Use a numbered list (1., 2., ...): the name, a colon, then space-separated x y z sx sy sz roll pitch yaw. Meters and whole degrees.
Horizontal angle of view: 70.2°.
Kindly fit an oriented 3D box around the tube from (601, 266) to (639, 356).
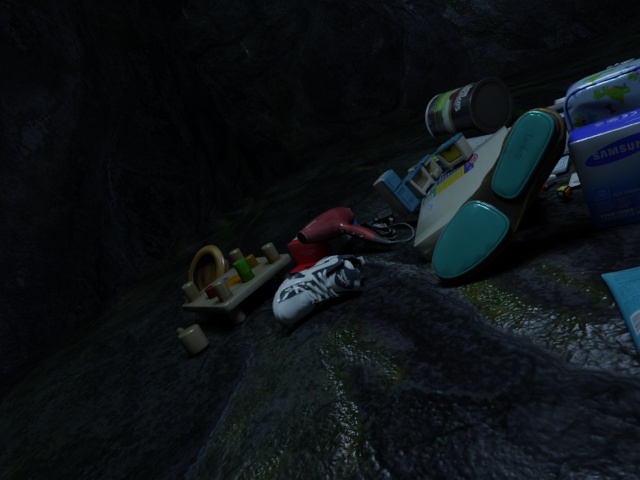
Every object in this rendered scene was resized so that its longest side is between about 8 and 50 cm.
1. tube: 0.388 0.074 0.538 0.080 0.052 0.207 -13 16 30

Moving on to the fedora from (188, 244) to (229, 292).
1. fedora: -0.357 0.114 1.506 0.194 0.195 0.079 -16 -17 36

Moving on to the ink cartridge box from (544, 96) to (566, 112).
1. ink cartridge box: 0.747 -0.382 1.166 0.238 0.060 0.275 3 -10 -45

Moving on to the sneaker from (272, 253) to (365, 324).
1. sneaker: 0.011 0.097 0.994 0.234 0.094 0.153 -27 3 -40

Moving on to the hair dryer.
1. hair dryer: 0.081 -0.040 1.206 0.293 0.080 0.224 -10 16 -2

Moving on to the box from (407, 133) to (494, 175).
1. box: 0.466 -0.268 1.474 0.232 0.059 0.322 -33 16 -20

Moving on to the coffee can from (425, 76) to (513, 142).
1. coffee can: 0.568 -0.494 1.762 0.201 0.202 0.275 -32 16 -17

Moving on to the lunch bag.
1. lunch bag: 0.551 -0.207 0.829 0.176 0.219 0.090 -16 19 38

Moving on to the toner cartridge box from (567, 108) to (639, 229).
1. toner cartridge box: 0.577 -0.137 0.670 0.347 0.165 0.075 -16 19 39

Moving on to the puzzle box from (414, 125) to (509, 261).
1. puzzle box: 0.357 -0.127 1.079 0.272 0.052 0.409 -40 9 28

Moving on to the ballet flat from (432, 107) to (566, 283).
1. ballet flat: 0.327 -0.067 0.816 0.124 0.343 0.116 1 30 -45

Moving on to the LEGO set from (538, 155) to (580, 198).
1. LEGO set: 0.513 -0.149 1.021 0.182 0.060 0.244 -18 18 42

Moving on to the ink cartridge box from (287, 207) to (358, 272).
1. ink cartridge box: 0.000 0.000 1.357 0.134 0.078 0.231 -14 21 41

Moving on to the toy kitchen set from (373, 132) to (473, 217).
1. toy kitchen set: 0.271 -0.189 1.189 0.207 0.122 0.166 -49 9 -34

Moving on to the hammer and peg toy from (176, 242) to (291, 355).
1. hammer and peg toy: -0.275 0.146 1.255 0.265 0.128 0.361 -9 24 50

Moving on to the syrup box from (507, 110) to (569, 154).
1. syrup box: 0.597 -0.272 1.197 0.236 0.093 0.096 -12 22 46
